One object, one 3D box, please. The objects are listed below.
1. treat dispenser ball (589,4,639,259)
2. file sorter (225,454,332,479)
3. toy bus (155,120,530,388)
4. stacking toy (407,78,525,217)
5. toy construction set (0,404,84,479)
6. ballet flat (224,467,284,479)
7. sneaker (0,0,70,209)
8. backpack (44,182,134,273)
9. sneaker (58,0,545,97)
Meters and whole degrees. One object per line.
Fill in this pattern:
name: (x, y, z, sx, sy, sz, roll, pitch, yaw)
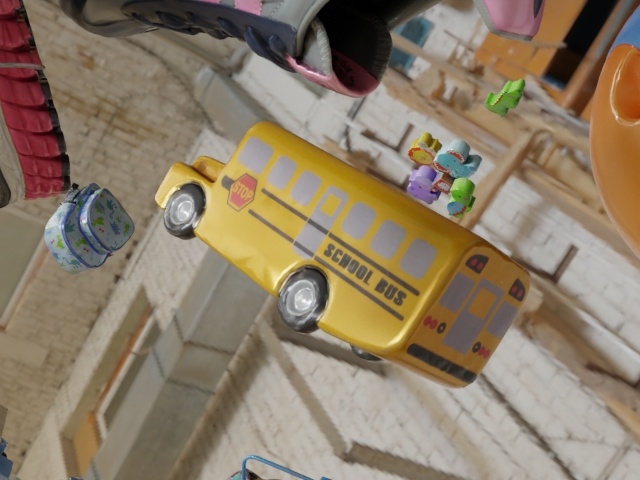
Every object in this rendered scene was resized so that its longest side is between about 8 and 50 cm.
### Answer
treat dispenser ball: (0.345, -0.082, 0.698, 0.288, 0.288, 0.288, 29, -168, -7)
file sorter: (-0.074, 0.308, 0.919, 0.104, 0.118, 0.170, 15, -148, 24)
toy bus: (0.000, 0.000, 0.788, 0.108, 0.130, 0.332, 28, -176, -46)
stacking toy: (0.136, -0.080, 1.087, 0.052, 0.167, 0.221, 33, 152, -10)
toy construction set: (-0.244, 0.259, 0.813, 0.328, 0.151, 0.215, 53, 173, -25)
ballet flat: (-0.030, 0.341, 1.170, 0.221, 0.079, 0.077, 36, -157, -29)
sneaker: (-0.213, -0.141, 0.483, 0.112, 0.299, 0.121, -16, -150, -14)
backpack: (-0.329, -0.015, 1.359, 0.105, 0.084, 0.114, 58, -141, -28)
sneaker: (-0.029, -0.130, 0.491, 0.319, 0.131, 0.112, -8, 180, 43)
